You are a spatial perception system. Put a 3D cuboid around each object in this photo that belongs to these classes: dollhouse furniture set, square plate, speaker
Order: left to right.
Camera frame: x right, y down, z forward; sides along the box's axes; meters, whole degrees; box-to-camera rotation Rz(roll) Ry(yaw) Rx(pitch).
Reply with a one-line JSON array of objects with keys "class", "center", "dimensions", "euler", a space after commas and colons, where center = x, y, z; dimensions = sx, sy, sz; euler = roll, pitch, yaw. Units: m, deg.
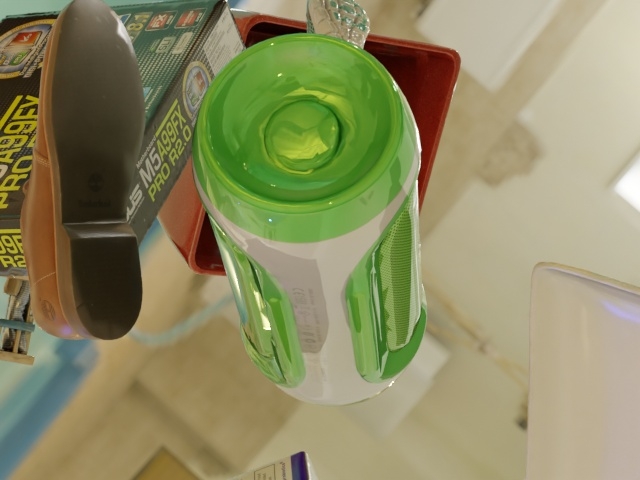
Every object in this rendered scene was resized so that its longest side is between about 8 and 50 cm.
[{"class": "dollhouse furniture set", "center": [-0.362, 0.068, 1.894], "dimensions": [0.184, 0.129, 0.129], "euler": [0, -101, 66]}, {"class": "speaker", "center": [0.000, 0.000, 1.007], "dimensions": [0.131, 0.131, 0.296], "euler": [-47, 160, -16]}, {"class": "square plate", "center": [0.314, 0.188, 1.240], "dimensions": [0.049, 0.344, 0.347], "euler": [-46, 143, -46]}]

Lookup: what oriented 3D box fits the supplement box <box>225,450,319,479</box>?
[{"class": "supplement box", "center": [-0.086, 0.238, 1.061], "dimensions": [0.220, 0.111, 0.114], "euler": [-21, -153, 6]}]

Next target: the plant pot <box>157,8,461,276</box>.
[{"class": "plant pot", "center": [-0.051, -0.120, 1.824], "dimensions": [0.267, 0.236, 0.267], "euler": [6, 106, -34]}]

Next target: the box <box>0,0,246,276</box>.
[{"class": "box", "center": [-0.202, -0.082, 1.315], "dimensions": [0.270, 0.216, 0.060], "euler": [-65, 145, -42]}]

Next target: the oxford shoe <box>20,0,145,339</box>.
[{"class": "oxford shoe", "center": [-0.156, -0.044, 1.044], "dimensions": [0.076, 0.212, 0.076], "euler": [-7, 169, 44]}]

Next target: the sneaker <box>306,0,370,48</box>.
[{"class": "sneaker", "center": [0.003, -0.159, 1.497], "dimensions": [0.076, 0.065, 0.166], "euler": [-46, -148, 34]}]
